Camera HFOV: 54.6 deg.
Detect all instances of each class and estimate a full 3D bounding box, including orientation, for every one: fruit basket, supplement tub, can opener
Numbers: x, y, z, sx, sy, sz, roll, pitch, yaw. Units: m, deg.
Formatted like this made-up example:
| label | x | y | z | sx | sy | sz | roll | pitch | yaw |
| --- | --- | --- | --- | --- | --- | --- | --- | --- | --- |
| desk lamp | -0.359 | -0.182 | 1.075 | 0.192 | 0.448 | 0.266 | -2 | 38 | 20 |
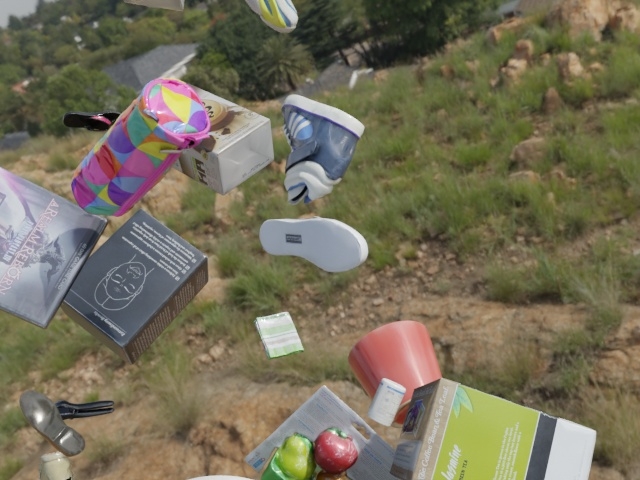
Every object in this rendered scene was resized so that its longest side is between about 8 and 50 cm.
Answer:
| label | x | y | z | sx | sy | sz | roll | pitch | yaw |
| --- | --- | --- | --- | --- | --- | --- | --- | --- | --- |
| fruit basket | 0.017 | 0.595 | 1.670 | 0.353 | 0.327 | 0.165 | -48 | 1 | 16 |
| supplement tub | 0.172 | 0.422 | 1.623 | 0.071 | 0.071 | 0.107 | 19 | 83 | 54 |
| can opener | -0.695 | 0.496 | 1.804 | 0.186 | 0.059 | 0.073 | 2 | 32 | -28 |

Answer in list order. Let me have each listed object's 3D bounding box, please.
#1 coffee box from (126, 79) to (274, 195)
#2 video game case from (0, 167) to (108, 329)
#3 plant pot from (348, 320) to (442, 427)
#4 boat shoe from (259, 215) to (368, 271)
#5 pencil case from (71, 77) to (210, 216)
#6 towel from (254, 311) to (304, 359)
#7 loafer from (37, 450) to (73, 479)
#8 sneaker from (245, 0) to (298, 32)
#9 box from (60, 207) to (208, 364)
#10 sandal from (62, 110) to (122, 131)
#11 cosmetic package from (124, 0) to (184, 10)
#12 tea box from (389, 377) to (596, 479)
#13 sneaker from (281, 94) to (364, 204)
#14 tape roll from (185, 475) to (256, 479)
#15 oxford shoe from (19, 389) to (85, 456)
| label | x | y | z | sx | sy | sz | roll | pitch | yaw |
| --- | --- | --- | --- | --- | --- | --- | --- | --- | --- |
| coffee box | -0.274 | -0.242 | 1.416 | 0.297 | 0.118 | 0.168 | 28 | 51 | 28 |
| video game case | -0.497 | -0.010 | 0.941 | 0.196 | 0.274 | 0.026 | -68 | 11 | -24 |
| plant pot | 0.253 | 0.422 | 1.917 | 0.275 | 0.275 | 0.243 | -25 | 49 | 2 |
| boat shoe | 0.000 | 0.000 | 1.333 | 0.102 | 0.108 | 0.301 | -11 | 11 | -43 |
| pencil case | -0.245 | -0.117 | 0.833 | 0.236 | 0.104 | 0.104 | -32 | 19 | 39 |
| towel | -0.123 | 0.280 | 1.845 | 0.113 | 0.023 | 0.152 | -12 | 45 | -18 |
| loafer | -0.780 | 0.690 | 1.825 | 0.102 | 0.268 | 0.092 | -5 | 62 | -20 |
| sneaker | -0.072 | -0.396 | 0.842 | 0.126 | 0.240 | 0.091 | -32 | 50 | 14 |
| box | -0.604 | 0.150 | 2.036 | 0.294 | 0.212 | 0.395 | 36 | 63 | 10 |
| sandal | -0.655 | -0.342 | 1.809 | 0.179 | 0.067 | 0.040 | -8 | 50 | -40 |
| cosmetic package | -0.303 | -0.488 | 1.093 | 0.117 | 0.085 | 0.231 | 6 | 3 | -9 |
| tea box | 0.345 | 0.456 | 1.325 | 0.324 | 0.329 | 0.219 | 19 | 73 | 5 |
| sneaker | -0.047 | -0.207 | 1.481 | 0.323 | 0.130 | 0.236 | 31 | 92 | 54 |
| tape roll | -0.178 | 0.541 | 1.060 | 0.246 | 0.246 | 0.169 | -20 | 39 | 12 |
| oxford shoe | -0.700 | 0.477 | 1.594 | 0.076 | 0.212 | 0.076 | -41 | 0 | 44 |
